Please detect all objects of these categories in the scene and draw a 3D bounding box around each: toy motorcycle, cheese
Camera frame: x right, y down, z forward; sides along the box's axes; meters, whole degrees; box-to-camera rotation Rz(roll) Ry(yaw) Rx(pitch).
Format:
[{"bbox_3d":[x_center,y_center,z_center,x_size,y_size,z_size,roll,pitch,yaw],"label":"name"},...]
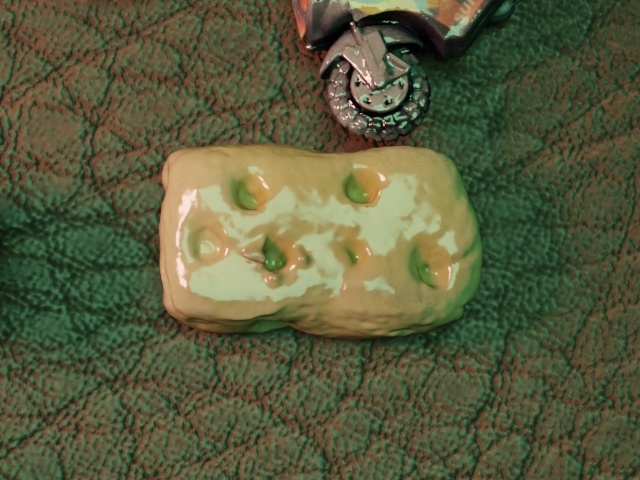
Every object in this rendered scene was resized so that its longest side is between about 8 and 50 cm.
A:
[{"bbox_3d":[0.078,-0.232,1.612,0.173,0.108,0.307,32,77,12],"label":"toy motorcycle"},{"bbox_3d":[0.000,0.000,1.581,0.263,0.093,0.159,1,83,-5],"label":"cheese"}]
